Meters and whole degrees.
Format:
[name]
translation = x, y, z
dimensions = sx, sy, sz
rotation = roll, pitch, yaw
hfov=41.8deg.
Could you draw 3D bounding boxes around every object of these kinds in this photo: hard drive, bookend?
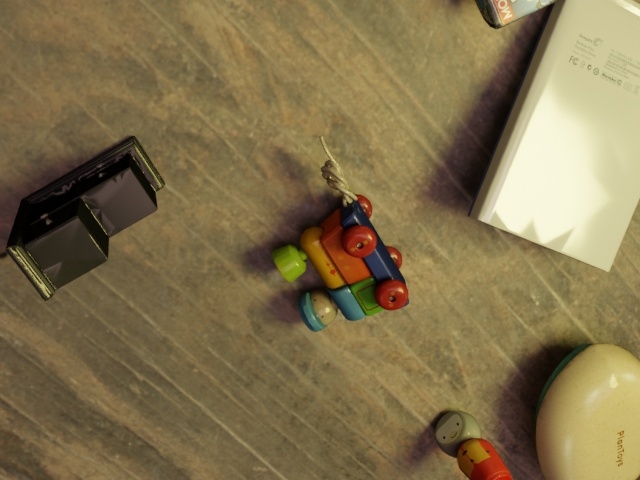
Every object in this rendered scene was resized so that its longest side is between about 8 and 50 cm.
[hard drive]
translation = 0.337, -0.142, 1.059
dimensions = 0.210, 0.040, 0.319
rotation = 20, 94, -20
[bookend]
translation = -0.256, -0.029, 0.936
dimensions = 0.156, 0.157, 0.072
rotation = -29, 116, 0

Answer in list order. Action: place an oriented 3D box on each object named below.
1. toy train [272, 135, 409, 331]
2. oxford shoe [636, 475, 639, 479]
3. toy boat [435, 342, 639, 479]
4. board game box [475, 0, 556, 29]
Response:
[toy train]
translation = 0.000, 0.000, 1.047
dimensions = 0.143, 0.105, 0.248
rotation = -26, 116, 13
[oxford shoe]
translation = 0.534, 0.396, 1.303
dimensions = 0.130, 0.133, 0.364
rotation = 20, 111, -21
[toy boat]
translation = 0.332, 0.268, 1.218
dimensions = 0.318, 0.148, 0.268
rotation = -14, 119, -16
[board game box]
translation = 0.203, -0.353, 0.959
dimensions = 0.194, 0.060, 0.194
rotation = -25, 110, 0
